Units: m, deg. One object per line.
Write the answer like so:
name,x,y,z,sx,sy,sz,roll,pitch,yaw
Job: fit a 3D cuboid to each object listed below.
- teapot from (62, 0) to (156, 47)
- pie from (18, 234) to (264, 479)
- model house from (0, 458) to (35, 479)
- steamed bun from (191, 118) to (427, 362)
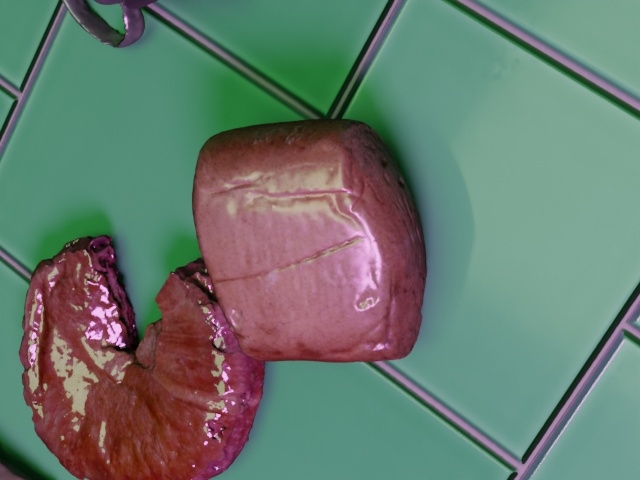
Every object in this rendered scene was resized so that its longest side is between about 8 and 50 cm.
teapot,-0.129,-0.226,0.851,0.149,0.162,0.239,50,139,0
pie,-0.144,0.097,0.931,0.218,0.054,0.204,-2,94,26
model house,-0.328,0.248,0.995,0.188,0.122,0.229,20,103,-14
steamed bun,0.000,0.000,0.829,0.144,0.106,0.175,-7,106,21
